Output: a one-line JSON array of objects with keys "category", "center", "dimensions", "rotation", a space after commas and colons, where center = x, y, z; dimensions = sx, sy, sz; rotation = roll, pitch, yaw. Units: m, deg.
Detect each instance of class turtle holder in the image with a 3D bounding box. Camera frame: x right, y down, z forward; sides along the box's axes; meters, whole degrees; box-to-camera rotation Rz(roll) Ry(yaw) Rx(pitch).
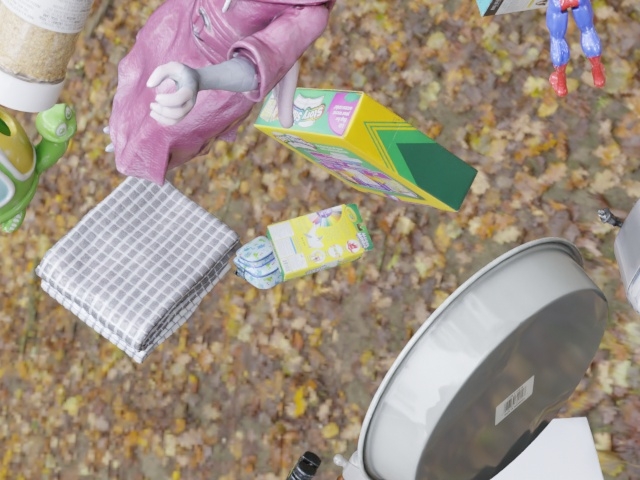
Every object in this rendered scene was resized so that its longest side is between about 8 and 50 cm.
[{"category": "turtle holder", "center": [-0.614, -0.143, 1.557], "dimensions": [0.227, 0.320, 0.243], "rotation": [106, 170, -59]}]

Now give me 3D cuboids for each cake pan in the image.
[{"category": "cake pan", "center": [0.161, 0.132, 0.804], "dimensions": [0.054, 0.293, 0.293], "rotation": [41, 108, 35]}]

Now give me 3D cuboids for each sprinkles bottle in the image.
[{"category": "sprinkles bottle", "center": [-0.353, -0.345, 1.147], "dimensions": [0.355, 0.121, 0.121], "rotation": [-58, 47, 28]}]

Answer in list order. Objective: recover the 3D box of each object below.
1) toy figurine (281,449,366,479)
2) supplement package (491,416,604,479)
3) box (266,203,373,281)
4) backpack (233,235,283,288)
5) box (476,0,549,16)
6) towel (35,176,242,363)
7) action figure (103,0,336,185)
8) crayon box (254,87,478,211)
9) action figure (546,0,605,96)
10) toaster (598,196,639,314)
[{"category": "toy figurine", "center": [0.032, 0.480, 1.532], "dimensions": [0.209, 0.213, 0.148], "rotation": [63, 141, 35]}, {"category": "supplement package", "center": [0.282, 0.409, 1.200], "dimensions": [0.198, 0.262, 0.199], "rotation": [-5, 39, 6]}, {"category": "box", "center": [0.000, 0.000, 1.609], "dimensions": [0.043, 0.179, 0.105], "rotation": [107, 145, -68]}, {"category": "backpack", "center": [-0.134, 0.052, 1.986], "dimensions": [0.114, 0.105, 0.084], "rotation": [34, 148, 40]}, {"category": "box", "center": [0.452, -0.531, 1.800], "dimensions": [0.100, 0.244, 0.060], "rotation": [117, 140, -70]}, {"category": "towel", "center": [-0.296, 0.028, 1.458], "dimensions": [0.235, 0.121, 0.283], "rotation": [33, 62, 13]}, {"category": "action figure", "center": [-0.059, -0.178, 0.759], "dimensions": [0.370, 0.276, 0.248], "rotation": [-30, 63, 54]}, {"category": "crayon box", "center": [0.082, -0.190, 1.753], "dimensions": [0.363, 0.313, 0.106], "rotation": [19, 81, 58]}, {"category": "action figure", "center": [0.320, -0.337, 1.152], "dimensions": [0.091, 0.280, 0.139], "rotation": [-14, 54, 13]}, {"category": "toaster", "center": [0.416, 0.029, 0.940], "dimensions": [0.146, 0.227, 0.129], "rotation": [-65, -2, -60]}]
